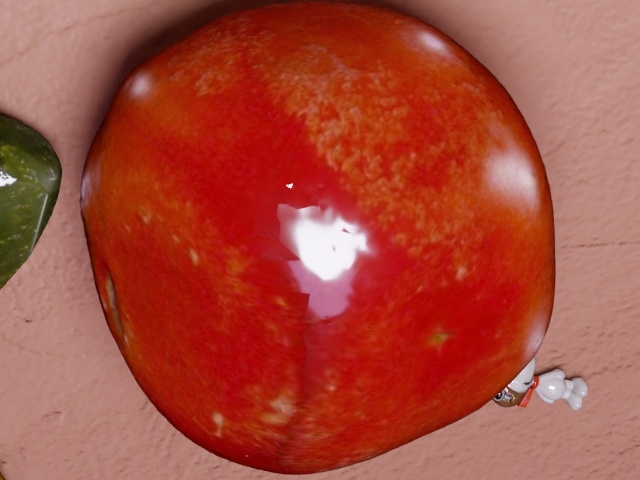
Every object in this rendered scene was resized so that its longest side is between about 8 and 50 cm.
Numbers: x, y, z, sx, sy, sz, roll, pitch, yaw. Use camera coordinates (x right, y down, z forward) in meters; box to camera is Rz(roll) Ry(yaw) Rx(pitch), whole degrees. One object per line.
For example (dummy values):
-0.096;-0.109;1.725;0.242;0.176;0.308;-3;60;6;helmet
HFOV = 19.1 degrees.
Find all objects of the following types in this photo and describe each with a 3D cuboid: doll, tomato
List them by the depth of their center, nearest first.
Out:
0.000;0.000;1.316;0.293;0.290;0.325;-11;126;-27;tomato
0.177;0.121;1.585;0.085;0.040;0.058;33;105;-27;doll

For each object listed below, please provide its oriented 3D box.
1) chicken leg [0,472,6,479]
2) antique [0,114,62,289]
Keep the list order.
-0.299;0.218;1.557;0.207;0.085;0.101;43;76;-38;chicken leg
-0.276;0.003;1.393;0.221;0.081;0.080;-44;142;21;antique
